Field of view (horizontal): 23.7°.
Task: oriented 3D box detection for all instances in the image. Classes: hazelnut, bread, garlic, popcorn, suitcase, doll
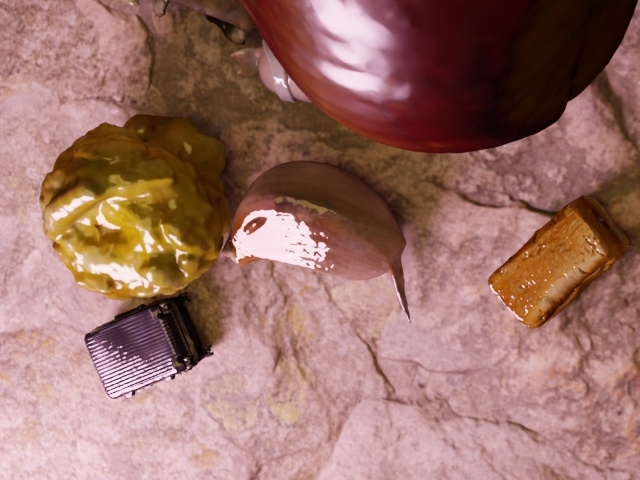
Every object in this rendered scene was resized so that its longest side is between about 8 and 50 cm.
[{"bbox_3d":[0.099,-0.285,1.219,0.402,0.429,0.402,-6,66,13],"label":"hazelnut"},{"bbox_3d":[0.220,0.021,1.417,0.074,0.053,0.132,48,115,13],"label":"bread"},{"bbox_3d":[0.011,-0.005,1.492,0.198,0.090,0.128,16,115,4],"label":"garlic"},{"bbox_3d":[-0.186,-0.034,1.535,0.198,0.155,0.197,6,120,10],"label":"popcorn"},{"bbox_3d":[-0.184,0.112,1.607,0.126,0.059,0.086,-24,89,26],"label":"suitcase"},{"bbox_3d":[-0.022,-0.178,1.480,0.127,0.073,0.084,13,72,17],"label":"doll"}]

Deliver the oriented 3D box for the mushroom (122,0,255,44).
[{"bbox_3d":[-0.174,-0.306,1.452,0.267,0.189,0.164,21,94,21],"label":"mushroom"}]
